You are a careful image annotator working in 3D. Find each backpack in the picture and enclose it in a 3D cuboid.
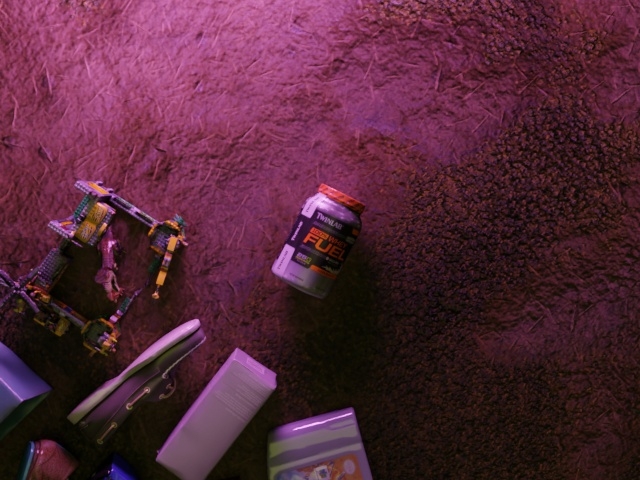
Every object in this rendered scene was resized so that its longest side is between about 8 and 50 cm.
[{"bbox_3d":[-0.392,0.475,1.751,0.101,0.098,0.120,42,90,-8],"label":"backpack"}]

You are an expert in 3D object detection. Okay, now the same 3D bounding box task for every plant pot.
[{"bbox_3d":[-0.641,0.250,1.698,0.165,0.166,0.234,-44,88,0],"label":"plant pot"}]

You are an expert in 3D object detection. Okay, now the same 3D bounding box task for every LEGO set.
[{"bbox_3d":[-0.400,0.046,1.678,0.255,0.192,0.331,42,91,-4],"label":"LEGO set"}]

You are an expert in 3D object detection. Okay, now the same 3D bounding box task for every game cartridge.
[{"bbox_3d":[0.007,0.483,1.793,0.198,0.062,0.297,-16,94,-6],"label":"game cartridge"}]

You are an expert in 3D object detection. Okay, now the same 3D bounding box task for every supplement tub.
[{"bbox_3d":[0.000,0.000,1.732,0.117,0.117,0.190,26,92,-4],"label":"supplement tub"}]

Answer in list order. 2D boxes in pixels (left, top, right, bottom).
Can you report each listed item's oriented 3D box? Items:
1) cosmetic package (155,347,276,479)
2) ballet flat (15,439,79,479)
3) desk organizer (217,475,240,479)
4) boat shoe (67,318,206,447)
[{"bbox_3d":[-0.190,0.324,1.738,0.107,0.127,0.238,35,93,-4],"label":"cosmetic package"},{"bbox_3d":[-0.541,0.536,1.755,0.124,0.116,0.342,24,88,-23],"label":"ballet flat"},{"bbox_3d":[-0.211,0.482,1.782,0.130,0.050,0.047,-10,94,-2],"label":"desk organizer"},{"bbox_3d":[-0.322,0.261,1.740,0.305,0.109,0.091,-38,95,6],"label":"boat shoe"}]
